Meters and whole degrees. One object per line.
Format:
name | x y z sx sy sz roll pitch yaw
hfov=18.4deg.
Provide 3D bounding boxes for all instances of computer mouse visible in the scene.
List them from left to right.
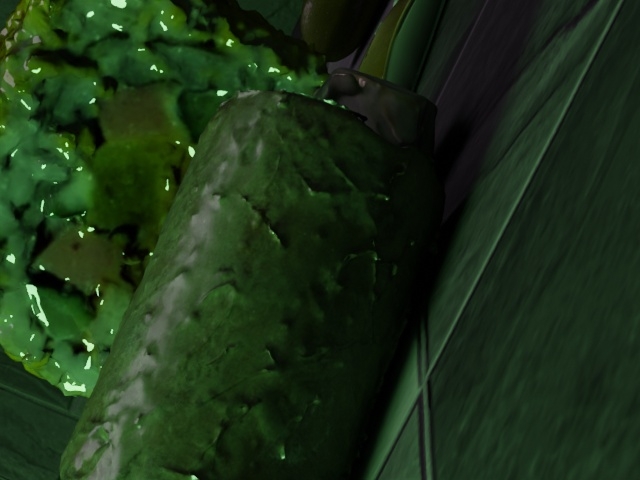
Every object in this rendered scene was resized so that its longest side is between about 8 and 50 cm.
computer mouse | 0.059 -0.147 1.664 0.102 0.045 0.199 132 160 -63

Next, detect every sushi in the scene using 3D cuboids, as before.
sushi | -0.159 -0.047 1.802 0.396 0.351 0.240 -68 15 0

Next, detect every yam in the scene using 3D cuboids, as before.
yam | -0.043 0.075 1.188 0.168 0.168 0.304 134 160 -72

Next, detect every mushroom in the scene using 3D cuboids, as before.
mushroom | -0.001 0.002 1.412 0.351 0.097 0.109 117 174 -45

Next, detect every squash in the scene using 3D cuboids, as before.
squash | 0.055 -0.324 2.113 0.094 0.094 0.341 -75 11 -51
